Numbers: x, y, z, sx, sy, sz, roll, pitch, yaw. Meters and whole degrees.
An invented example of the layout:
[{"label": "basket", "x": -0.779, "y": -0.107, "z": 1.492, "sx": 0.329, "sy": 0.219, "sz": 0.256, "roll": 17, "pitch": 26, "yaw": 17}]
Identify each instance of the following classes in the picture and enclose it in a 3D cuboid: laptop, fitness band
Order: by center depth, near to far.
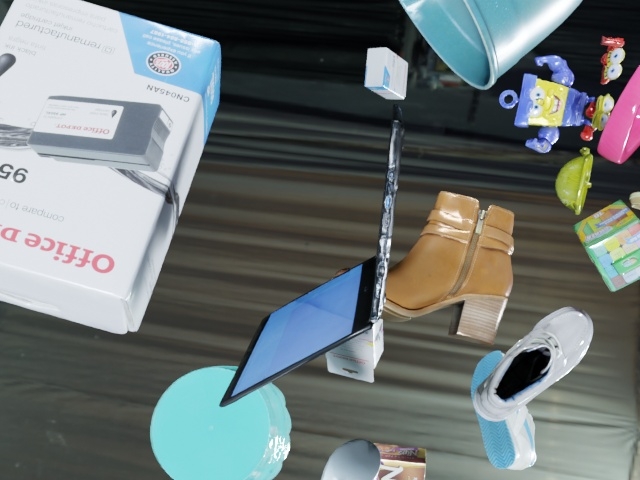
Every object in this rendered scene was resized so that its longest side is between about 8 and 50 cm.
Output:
[{"label": "laptop", "x": 0.000, "y": 0.000, "z": 0.710, "sx": 0.234, "sy": 0.136, "sz": 0.264, "roll": -70, "pitch": 166, "yaw": -75}, {"label": "fitness band", "x": 0.556, "y": -0.242, "z": 1.235, "sx": 0.291, "sy": 0.054, "sz": 0.209, "roll": -32, "pitch": 149, "yaw": -44}]

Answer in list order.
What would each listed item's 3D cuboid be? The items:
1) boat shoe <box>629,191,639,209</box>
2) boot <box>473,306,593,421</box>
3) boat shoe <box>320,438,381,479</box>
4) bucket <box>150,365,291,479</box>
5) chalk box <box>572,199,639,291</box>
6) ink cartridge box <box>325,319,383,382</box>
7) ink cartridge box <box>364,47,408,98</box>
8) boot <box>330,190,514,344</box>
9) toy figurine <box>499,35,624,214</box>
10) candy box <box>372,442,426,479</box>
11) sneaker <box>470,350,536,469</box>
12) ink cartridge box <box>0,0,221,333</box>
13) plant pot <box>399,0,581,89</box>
[{"label": "boat shoe", "x": 0.542, "y": -0.038, "z": 1.106, "sx": 0.056, "sy": 0.153, "sz": 0.048, "roll": 20, "pitch": 90, "yaw": -52}, {"label": "boot", "x": 0.357, "y": 0.188, "z": 1.162, "sx": 0.258, "sy": 0.095, "sz": 0.123, "roll": -41, "pitch": 165, "yaw": -16}, {"label": "boat shoe", "x": 0.019, "y": 0.341, "z": 0.932, "sx": 0.183, "sy": 0.065, "sz": 0.083, "roll": -48, "pitch": 155, "yaw": -47}, {"label": "bucket", "x": -0.204, "y": 0.391, "z": 1.506, "sx": 0.183, "sy": 0.281, "sz": 0.281, "roll": 64, "pitch": 34, "yaw": -71}, {"label": "chalk box", "x": 0.683, "y": 0.017, "z": 1.668, "sx": 0.132, "sy": 0.132, "sz": 0.213, "roll": 56, "pitch": 16, "yaw": -10}, {"label": "ink cartridge box", "x": 0.065, "y": 0.186, "z": 1.435, "sx": 0.061, "sy": 0.104, "sz": 0.181, "roll": -54, "pitch": 148, "yaw": -48}, {"label": "ink cartridge box", "x": 0.152, "y": -0.380, "z": 1.667, "sx": 0.122, "sy": 0.052, "sz": 0.088, "roll": 8, "pitch": 87, "yaw": -60}, {"label": "boot", "x": 0.167, "y": 0.022, "z": 1.123, "sx": 0.109, "sy": 0.283, "sz": 0.220, "roll": 121, "pitch": -17, "yaw": -77}, {"label": "toy figurine", "x": 0.481, "y": -0.255, "z": 1.537, "sx": 0.191, "sy": 0.217, "sz": 0.362, "roll": -35, "pitch": 136, "yaw": -75}, {"label": "candy box", "x": 0.127, "y": 0.457, "z": 1.296, "sx": 0.053, "sy": 0.109, "sz": 0.186, "roll": -66, "pitch": 160, "yaw": -70}, {"label": "sneaker", "x": 0.358, "y": 0.329, "z": 1.415, "sx": 0.087, "sy": 0.092, "sz": 0.228, "roll": -28, "pitch": -126, "yaw": 42}, {"label": "ink cartridge box", "x": -0.325, "y": -0.109, "z": 0.983, "sx": 0.166, "sy": 0.285, "sz": 0.395, "roll": 114, "pitch": -9, "yaw": -67}, {"label": "plant pot", "x": 0.233, "y": -0.373, "z": 0.897, "sx": 0.271, "sy": 0.255, "sz": 0.271, "roll": 54, "pitch": 4, "yaw": -5}]
